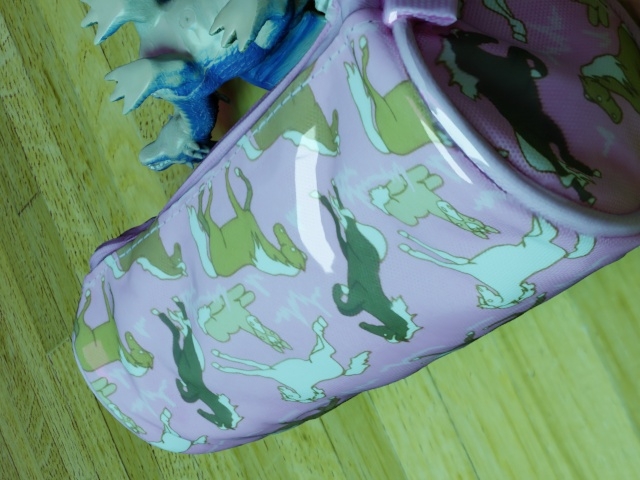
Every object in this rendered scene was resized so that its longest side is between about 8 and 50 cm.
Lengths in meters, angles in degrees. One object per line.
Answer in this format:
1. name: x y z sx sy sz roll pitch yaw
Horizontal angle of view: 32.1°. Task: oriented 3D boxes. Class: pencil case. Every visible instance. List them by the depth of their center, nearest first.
1. pencil case: 0.000 0.000 0.587 0.386 0.160 0.167 -39 68 51

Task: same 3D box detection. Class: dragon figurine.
1. dragon figurine: -0.032 -0.129 0.630 0.289 0.144 0.085 -31 78 31
